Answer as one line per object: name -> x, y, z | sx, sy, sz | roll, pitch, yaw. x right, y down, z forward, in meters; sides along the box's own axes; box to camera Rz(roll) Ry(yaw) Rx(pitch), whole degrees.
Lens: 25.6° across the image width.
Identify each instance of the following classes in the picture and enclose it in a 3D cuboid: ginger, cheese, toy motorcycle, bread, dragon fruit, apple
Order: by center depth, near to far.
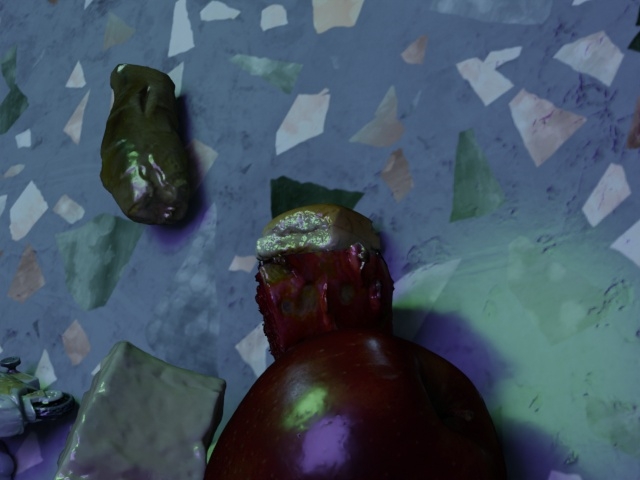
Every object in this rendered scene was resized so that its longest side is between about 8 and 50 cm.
apple -> 0.032, 0.234, 1.376 | 0.317, 0.288, 0.288 | -46, 44, 25
dragon fruit -> 0.025, 0.097, 1.529 | 0.161, 0.274, 0.126 | -22, 66, -9
cheese -> -0.221, 0.288, 1.533 | 0.292, 0.153, 0.332 | -90, 21, -69
bread -> -0.001, 0.001, 1.663 | 0.125, 0.106, 0.082 | -9, 61, 33
toy motorcycle -> -0.442, 0.218, 1.881 | 0.229, 0.151, 0.074 | 10, 113, 37
ginger -> -0.245, -0.128, 1.937 | 0.116, 0.109, 0.263 | -43, 42, 35

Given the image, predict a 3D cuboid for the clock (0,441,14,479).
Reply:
clock -> -0.552, 0.306, 1.836 | 0.189, 0.254, 0.189 | -21, 56, 34
